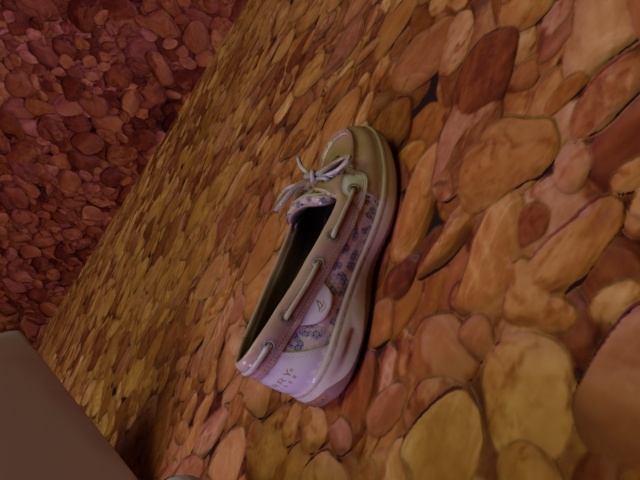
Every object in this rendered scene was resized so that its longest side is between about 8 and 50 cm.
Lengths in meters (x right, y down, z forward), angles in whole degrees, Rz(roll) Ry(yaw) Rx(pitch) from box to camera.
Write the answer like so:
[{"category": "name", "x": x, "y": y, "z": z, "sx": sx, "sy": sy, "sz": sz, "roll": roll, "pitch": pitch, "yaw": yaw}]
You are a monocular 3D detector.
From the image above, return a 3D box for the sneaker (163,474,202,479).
[{"category": "sneaker", "x": -0.057, "y": 0.239, "z": 0.516, "sx": 0.145, "sy": 0.090, "sz": 0.270, "roll": -57, "pitch": 26, "yaw": 16}]

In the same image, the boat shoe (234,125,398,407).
[{"category": "boat shoe", "x": 0.000, "y": 0.000, "z": 0.637, "sx": 0.104, "sy": 0.089, "sz": 0.285, "roll": -38, "pitch": 33, "yaw": 49}]

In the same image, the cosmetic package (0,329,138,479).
[{"category": "cosmetic package", "x": -0.498, "y": 0.379, "z": 0.874, "sx": 0.327, "sy": 0.329, "sz": 0.394, "roll": 44, "pitch": 114, "yaw": 21}]
